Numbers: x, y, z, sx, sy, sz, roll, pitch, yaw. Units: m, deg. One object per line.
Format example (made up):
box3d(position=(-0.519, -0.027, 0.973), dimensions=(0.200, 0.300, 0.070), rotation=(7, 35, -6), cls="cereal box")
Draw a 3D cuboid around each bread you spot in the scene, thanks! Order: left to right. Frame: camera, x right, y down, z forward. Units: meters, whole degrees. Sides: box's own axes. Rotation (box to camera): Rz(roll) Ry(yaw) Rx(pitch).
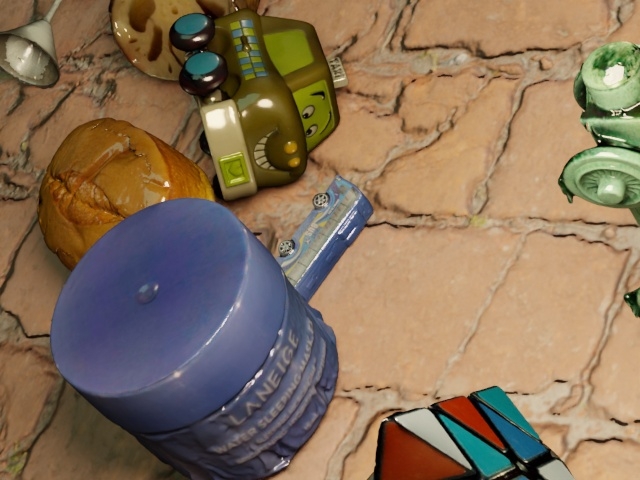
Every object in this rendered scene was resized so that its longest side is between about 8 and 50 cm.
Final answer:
box3d(position=(-0.245, -0.045, 1.994), dimensions=(0.270, 0.143, 0.195), rotation=(35, 100, 52), cls="bread")

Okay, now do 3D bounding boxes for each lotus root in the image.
box3d(position=(-0.166, -0.327, 2.189), dimensions=(0.188, 0.199, 0.180), rotation=(25, 32, 11), cls="lotus root")

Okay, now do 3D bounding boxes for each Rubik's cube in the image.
box3d(position=(0.093, 0.255, 1.361), dimensions=(0.234, 0.284, 0.250), rotation=(-54, 16, 16), cls="Rubik's cube")

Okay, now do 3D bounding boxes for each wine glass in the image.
box3d(position=(-0.398, -0.327, 2.378), dimensions=(0.122, 0.122, 0.183), rotation=(0, 53, 37), cls="wine glass")

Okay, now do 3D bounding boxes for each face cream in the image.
box3d(position=(-0.128, 0.113, 1.742), dimensions=(0.249, 0.225, 0.249), rotation=(-18, 49, 22), cls="face cream")

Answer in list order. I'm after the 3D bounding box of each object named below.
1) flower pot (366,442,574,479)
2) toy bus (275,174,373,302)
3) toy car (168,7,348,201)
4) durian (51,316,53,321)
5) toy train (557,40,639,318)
box3d(position=(0.147, 0.297, 1.446), dimensions=(0.235, 0.148, 0.235), rotation=(-17, 50, 21), cls="flower pot")
box3d(position=(0.000, 0.000, 1.865), dimensions=(0.061, 0.051, 0.153), rotation=(30, 77, 33), cls="toy bus")
box3d(position=(-0.064, -0.179, 1.976), dimensions=(0.198, 0.204, 0.247), rotation=(-14, 44, -2), cls="toy car")
box3d(position=(-0.290, 0.115, 1.977), dimensions=(0.080, 0.080, 0.091), rotation=(-25, 62, 19), cls="durian")
box3d(position=(0.355, -0.043, 1.400), dimensions=(0.237, 0.369, 0.150), rotation=(1, 58, 33), cls="toy train")
